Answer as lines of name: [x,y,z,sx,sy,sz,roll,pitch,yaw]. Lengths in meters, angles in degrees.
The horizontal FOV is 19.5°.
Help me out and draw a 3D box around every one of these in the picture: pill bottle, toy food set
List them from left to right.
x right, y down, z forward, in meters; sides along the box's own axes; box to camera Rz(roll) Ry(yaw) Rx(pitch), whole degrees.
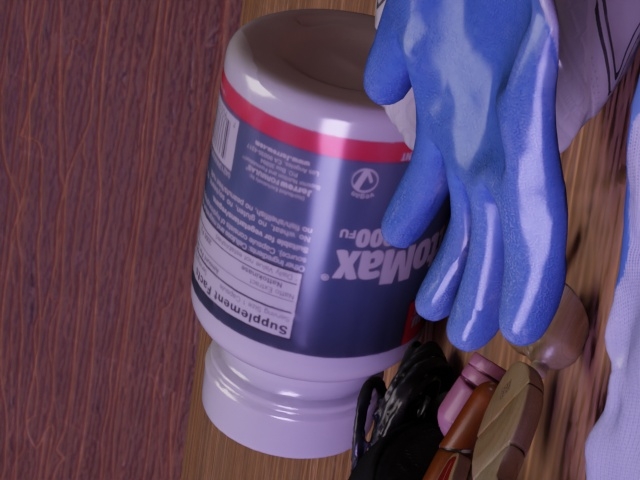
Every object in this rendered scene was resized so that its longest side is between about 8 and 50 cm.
pill bottle: [0.000,0.000,0.815,0.108,0.108,0.180,-95,13,-60]
toy food set: [0.054,0.053,0.564,0.078,0.019,0.122,-51,11,44]

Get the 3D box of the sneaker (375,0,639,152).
sneaker: [0.068,-0.112,0.482,0.237,0.085,0.086,111,174,-52]

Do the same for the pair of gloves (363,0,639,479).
pair of gloves: [0.058,-0.009,0.417,0.159,0.023,0.198,94,154,-44]

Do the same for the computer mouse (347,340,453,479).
computer mouse: [0.021,0.138,0.650,0.272,0.072,0.188,-149,67,-83]
